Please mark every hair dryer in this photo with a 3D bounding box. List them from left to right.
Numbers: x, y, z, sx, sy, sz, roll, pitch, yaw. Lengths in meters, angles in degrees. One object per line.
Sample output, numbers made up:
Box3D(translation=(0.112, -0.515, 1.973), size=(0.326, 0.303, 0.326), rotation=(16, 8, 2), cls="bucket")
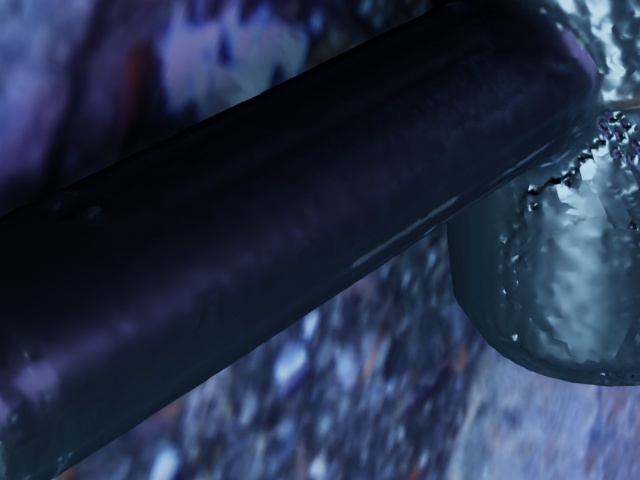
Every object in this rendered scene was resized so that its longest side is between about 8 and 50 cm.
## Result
Box3D(translation=(0.000, 0.000, 0.432), size=(0.352, 0.107, 0.189), rotation=(-31, 128, -36), cls="hair dryer")
